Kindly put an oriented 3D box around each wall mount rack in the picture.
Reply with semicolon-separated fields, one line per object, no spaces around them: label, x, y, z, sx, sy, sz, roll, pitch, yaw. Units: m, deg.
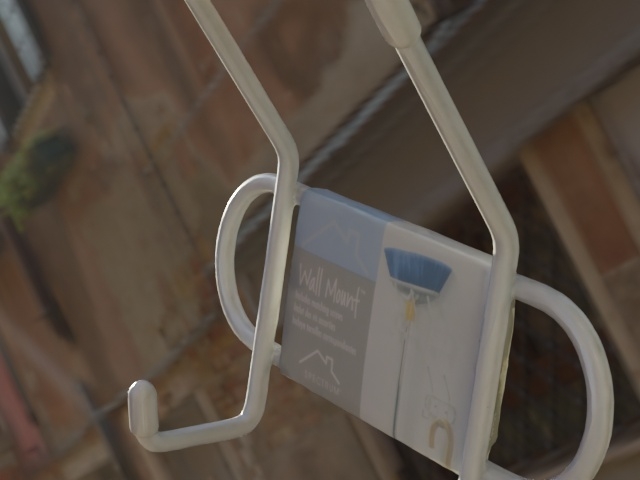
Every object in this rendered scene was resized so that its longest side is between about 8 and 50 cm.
wall mount rack;0.000;0.000;0.883;0.130;0.304;0.350;-3;16;-36
